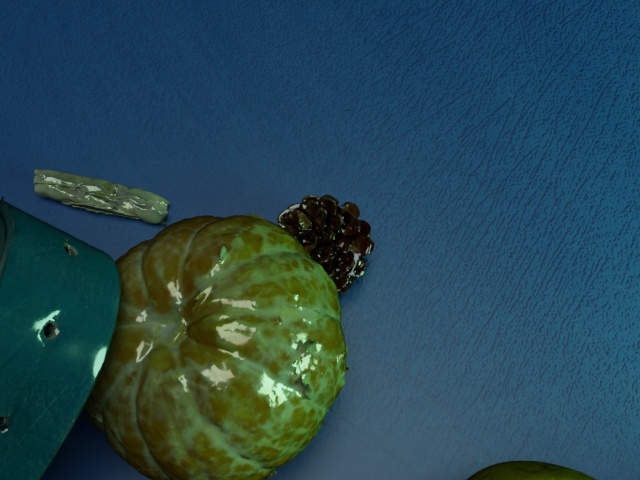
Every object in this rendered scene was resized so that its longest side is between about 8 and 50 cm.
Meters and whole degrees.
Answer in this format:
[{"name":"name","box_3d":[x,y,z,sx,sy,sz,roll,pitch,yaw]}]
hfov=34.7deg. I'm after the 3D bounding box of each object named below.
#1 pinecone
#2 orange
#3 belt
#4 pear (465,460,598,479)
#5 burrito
[{"name":"pinecone","box_3d":[0.000,0.002,1.320,0.140,0.121,0.140,-5,68,13]},{"name":"orange","box_3d":[-0.131,0.125,1.192,0.329,0.249,0.329,-6,68,15]},{"name":"belt","box_3d":[-0.396,0.167,1.116,0.436,0.173,0.300,-50,33,7]},{"name":"pear","box_3d":[0.242,0.377,1.123,0.284,0.283,0.283,0,71,-1]},{"name":"burrito","box_3d":[-0.294,-0.060,1.378,0.185,0.041,0.045,11,62,0]}]
